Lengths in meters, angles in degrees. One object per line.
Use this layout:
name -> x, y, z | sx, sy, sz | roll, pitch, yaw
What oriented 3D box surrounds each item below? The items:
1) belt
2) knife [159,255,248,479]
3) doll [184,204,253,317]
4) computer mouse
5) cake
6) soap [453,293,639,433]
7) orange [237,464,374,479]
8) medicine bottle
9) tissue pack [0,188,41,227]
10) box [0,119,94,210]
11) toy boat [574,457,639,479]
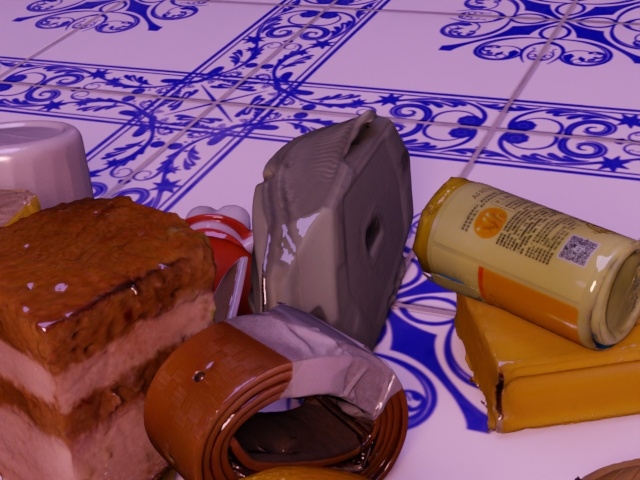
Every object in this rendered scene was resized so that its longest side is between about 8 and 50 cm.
belt -> -0.033, 0.158, 0.969 | 0.261, 0.184, 0.105 | 9, 15, -43
knife -> -0.116, 0.134, 1.087 | 0.046, 0.022, 0.256 | -10, 57, 51
doll -> -0.144, 0.059, 1.248 | 0.161, 0.130, 0.290 | 1, 37, 7
computer mouse -> -0.004, 0.001, 1.230 | 0.145, 0.228, 0.429 | 0, 33, 20
cake -> -0.208, 0.127, 0.988 | 0.196, 0.293, 0.198 | 18, 33, 36
soap -> 0.313, 0.091, 1.140 | 0.324, 0.096, 0.204 | -9, 31, -4
orange -> -0.005, 0.275, 0.776 | 0.236, 0.236, 0.236 | -5, 31, 3
medicine bottle -> 0.204, 0.018, 1.076 | 0.239, 0.124, 0.124 | 23, 41, 40
tissue pack -> -0.369, 0.086, 1.105 | 0.192, 0.271, 0.134 | 3, 28, 13
box -> -0.383, -0.028, 1.306 | 0.262, 0.206, 0.291 | -4, 17, 2
toy boat -> 0.239, 0.285, 0.820 | 0.121, 0.089, 0.321 | -8, 21, 28
